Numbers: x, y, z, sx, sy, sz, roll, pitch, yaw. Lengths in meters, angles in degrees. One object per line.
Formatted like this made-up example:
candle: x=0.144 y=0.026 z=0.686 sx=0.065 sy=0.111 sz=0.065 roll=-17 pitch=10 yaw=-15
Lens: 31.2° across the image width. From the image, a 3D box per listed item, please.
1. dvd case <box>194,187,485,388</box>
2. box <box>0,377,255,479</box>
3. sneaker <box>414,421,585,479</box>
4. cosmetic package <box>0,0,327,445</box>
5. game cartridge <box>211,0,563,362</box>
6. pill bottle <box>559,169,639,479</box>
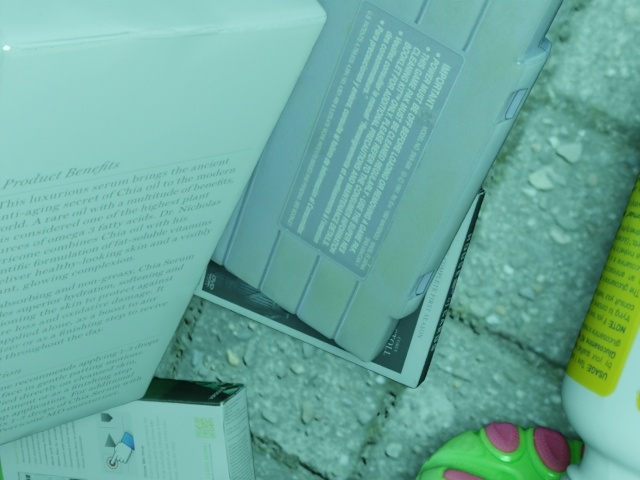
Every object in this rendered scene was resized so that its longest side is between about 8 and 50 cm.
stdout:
dvd case: x=0.000 y=0.000 z=0.962 sx=0.239 sy=0.029 sz=0.179 roll=22 pitch=111 yaw=17
box: x=-0.213 y=0.244 z=1.101 sx=0.322 sy=0.058 sz=0.232 roll=1 pitch=104 yaw=21
sneaker: x=0.281 y=0.316 z=0.872 sx=0.483 sy=0.185 sz=0.202 roll=30 pitch=131 yaw=16
cosmetic package: x=-0.201 y=-0.034 z=0.838 sx=0.161 sy=0.230 sz=0.453 roll=55 pitch=137 yaw=24
game cartridge: x=0.017 y=-0.093 z=0.840 sx=0.230 sy=0.068 sz=0.355 roll=31 pitch=129 yaw=9
pill bottle: x=0.269 y=0.057 z=0.736 sx=0.188 sy=0.188 sz=0.333 roll=21 pitch=95 yaw=16
